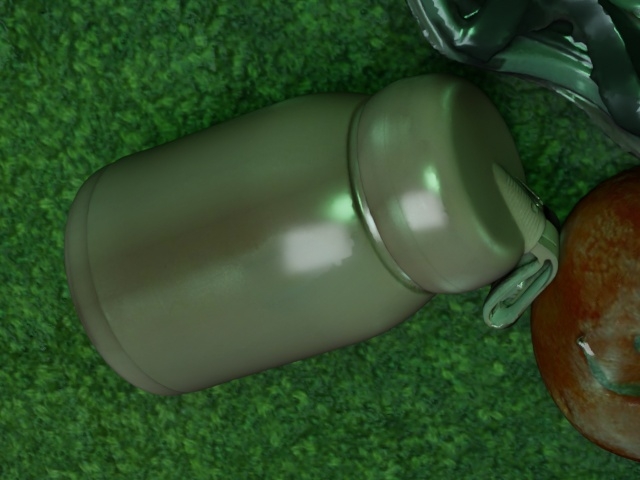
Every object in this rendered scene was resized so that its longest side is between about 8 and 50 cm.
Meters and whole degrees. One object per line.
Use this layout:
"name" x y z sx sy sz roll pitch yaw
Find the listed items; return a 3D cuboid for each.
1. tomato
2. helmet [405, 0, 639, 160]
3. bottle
"tomato" 0.247 0.065 1.077 0.236 0.095 0.237 10 124 16
"helmet" 0.207 -0.192 0.870 0.338 0.197 0.271 18 134 3
"bottle" 0.000 0.000 1.100 0.296 0.173 0.206 -19 127 28
